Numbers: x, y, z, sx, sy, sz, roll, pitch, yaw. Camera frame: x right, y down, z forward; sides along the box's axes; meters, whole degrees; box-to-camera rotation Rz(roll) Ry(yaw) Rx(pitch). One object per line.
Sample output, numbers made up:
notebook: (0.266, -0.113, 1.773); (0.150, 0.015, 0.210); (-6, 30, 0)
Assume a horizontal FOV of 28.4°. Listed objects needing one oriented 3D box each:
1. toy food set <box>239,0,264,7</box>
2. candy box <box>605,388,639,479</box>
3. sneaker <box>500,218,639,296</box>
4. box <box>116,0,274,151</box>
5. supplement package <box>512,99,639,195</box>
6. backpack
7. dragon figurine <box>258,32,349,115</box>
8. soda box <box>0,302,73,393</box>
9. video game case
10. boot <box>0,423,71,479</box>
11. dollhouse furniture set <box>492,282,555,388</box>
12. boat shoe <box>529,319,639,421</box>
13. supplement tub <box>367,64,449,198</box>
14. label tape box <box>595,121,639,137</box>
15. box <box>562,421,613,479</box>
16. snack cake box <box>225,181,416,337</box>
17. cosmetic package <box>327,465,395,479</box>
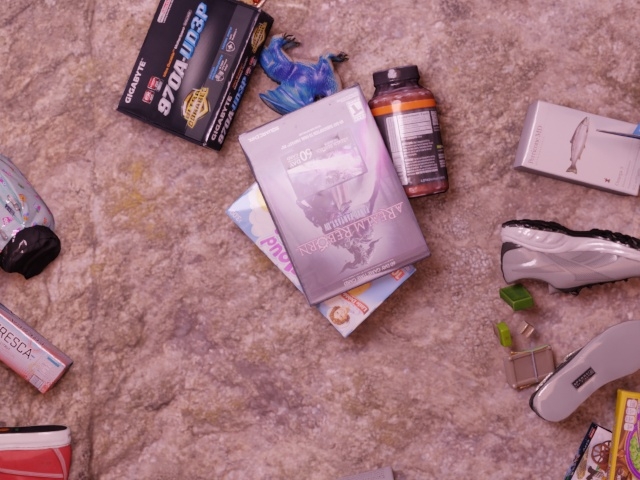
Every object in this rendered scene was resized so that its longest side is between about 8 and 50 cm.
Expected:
toy food set: (-0.122, -0.388, 1.942); (0.083, 0.020, 0.082); (-43, 91, 2)
candy box: (0.489, 0.333, 1.912); (0.105, 0.027, 0.206); (7, 91, -4)
sneaker: (0.404, 0.036, 1.920); (0.271, 0.100, 0.108); (8, 100, 6)
box: (-0.188, -0.264, 1.898); (0.175, 0.051, 0.220); (24, 92, 26)
supplement package: (0.392, -0.137, 1.903); (0.179, 0.105, 0.105); (14, 93, 0)
backpack: (-0.476, -0.040, 1.906); (0.115, 0.152, 0.182); (-38, 79, -4)
dragon figurine: (-0.045, -0.232, 1.914); (0.289, 0.085, 0.144); (19, 92, -1)
soda box: (-0.470, 0.155, 1.941); (0.183, 0.063, 0.058); (39, 91, -1)
video game case: (0.020, -0.066, 1.856); (0.196, 0.026, 0.274); (-23, 89, 4)
boot: (-0.505, 0.375, 1.940); (0.244, 0.088, 0.176); (1, 93, -3)
dollhouse furniture set: (0.309, 0.149, 1.955); (0.076, 0.058, 0.152); (-16, 111, -6)
boat shoe: (0.409, 0.192, 1.930); (0.219, 0.070, 0.078); (-34, 95, -3)
supplement tub: (0.128, -0.161, 1.906); (0.106, 0.106, 0.198); (-10, 91, 1)
label tape box: (0.597, -0.162, 1.769); (0.333, 0.240, 0.106); (10, 94, -29)
box: (0.441, 0.420, 1.951); (0.159, 0.044, 0.233); (26, 92, 0)
snack cake box: (0.000, 0.000, 1.920); (0.152, 0.089, 0.264); (-44, 91, 1)
cosmetic package: (0.054, 0.441, 1.886); (0.151, 0.184, 0.151); (-13, 92, 0)
